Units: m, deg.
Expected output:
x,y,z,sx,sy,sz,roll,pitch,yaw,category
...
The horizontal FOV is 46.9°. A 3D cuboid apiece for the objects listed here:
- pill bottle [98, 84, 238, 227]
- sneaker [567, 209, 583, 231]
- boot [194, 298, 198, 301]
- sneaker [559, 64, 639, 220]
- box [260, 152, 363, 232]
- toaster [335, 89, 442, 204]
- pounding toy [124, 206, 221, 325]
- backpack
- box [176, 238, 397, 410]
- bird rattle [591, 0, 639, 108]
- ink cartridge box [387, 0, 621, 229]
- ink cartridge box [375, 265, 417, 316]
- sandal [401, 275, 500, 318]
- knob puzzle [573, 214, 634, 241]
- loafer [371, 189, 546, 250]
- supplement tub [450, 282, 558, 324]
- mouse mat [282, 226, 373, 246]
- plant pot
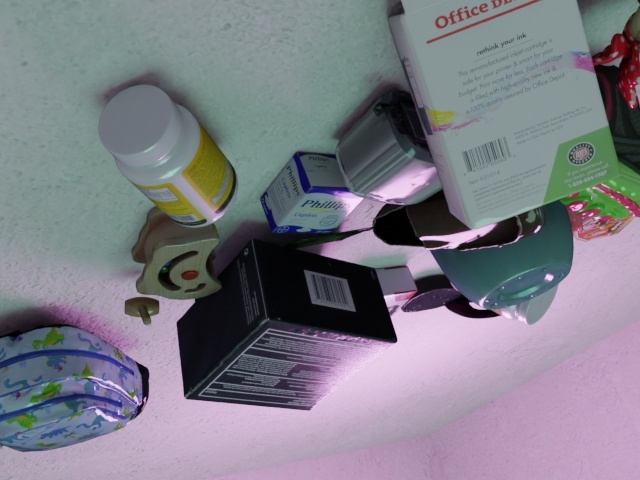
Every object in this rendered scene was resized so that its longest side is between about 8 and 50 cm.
x,y,z,sx,sy,sz,roll,pitch,yaw,category
-0.197,-0.108,0.978,0.119,0.119,0.208,-22,155,5,pill bottle
0.469,-0.001,1.648,0.115,0.136,0.314,-6,152,-24,sneaker
-0.102,0.100,1.492,0.248,0.090,0.207,-26,156,22,boot
0.389,-0.201,1.175,0.185,0.202,0.482,-9,149,40,sneaker
-0.009,-0.076,1.231,0.126,0.072,0.137,-1,148,-36,box
0.126,-0.137,1.141,0.227,0.129,0.146,3,149,-42,toaster
-0.231,0.064,1.254,0.154,0.155,0.269,1,148,-28,pounding toy
-0.516,0.289,1.437,0.290,0.273,0.356,-11,142,-2,backpack
-0.073,0.171,1.396,0.296,0.183,0.294,15,134,-35,box
0.458,-0.315,0.981,0.207,0.143,0.254,-44,151,-34,bird rattle
0.217,-0.217,0.928,0.207,0.354,0.119,-20,-164,2,ink cartridge box
0.129,0.138,1.755,0.127,0.072,0.175,-6,151,-28,ink cartridge box
0.409,0.154,1.947,0.445,0.107,0.167,-7,152,-25,sandal
0.729,-0.041,1.878,0.213,0.030,0.213,-16,155,-8,knob puzzle
0.218,-0.029,1.241,0.130,0.134,0.366,-33,-169,-28,loafer
0.399,0.084,1.611,0.144,0.199,0.144,-28,134,-35,supplement tub
0.000,0.000,1.382,0.152,0.007,0.189,-10,177,-19,mouse mat
0.351,-0.009,1.433,0.292,0.235,0.293,-17,154,-8,plant pot
